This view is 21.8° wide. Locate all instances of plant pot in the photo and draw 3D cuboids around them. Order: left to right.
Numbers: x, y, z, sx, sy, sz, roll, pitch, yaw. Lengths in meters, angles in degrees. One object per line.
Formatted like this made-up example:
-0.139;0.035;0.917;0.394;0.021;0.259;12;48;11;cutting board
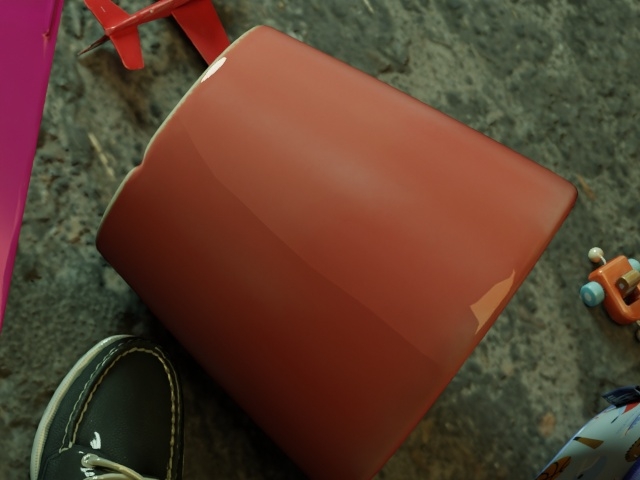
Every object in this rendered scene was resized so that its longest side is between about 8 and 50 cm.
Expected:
0.000;0.000;1.130;0.243;0.275;0.275;38;61;3;plant pot

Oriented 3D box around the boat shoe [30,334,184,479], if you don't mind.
-0.142;0.197;1.081;0.114;0.091;0.302;18;67;-19;boat shoe

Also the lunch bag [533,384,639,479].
0.218;0.208;1.162;0.115;0.243;0.303;48;61;-5;lunch bag

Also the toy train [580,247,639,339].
0.301;0.039;1.370;0.166;0.046;0.125;-23;85;-29;toy train

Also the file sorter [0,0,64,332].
-0.300;-0.030;1.030;0.202;0.182;0.290;15;67;-19;file sorter

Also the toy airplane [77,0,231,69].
-0.120;-0.177;1.252;0.151;0.028;0.151;8;71;-24;toy airplane
